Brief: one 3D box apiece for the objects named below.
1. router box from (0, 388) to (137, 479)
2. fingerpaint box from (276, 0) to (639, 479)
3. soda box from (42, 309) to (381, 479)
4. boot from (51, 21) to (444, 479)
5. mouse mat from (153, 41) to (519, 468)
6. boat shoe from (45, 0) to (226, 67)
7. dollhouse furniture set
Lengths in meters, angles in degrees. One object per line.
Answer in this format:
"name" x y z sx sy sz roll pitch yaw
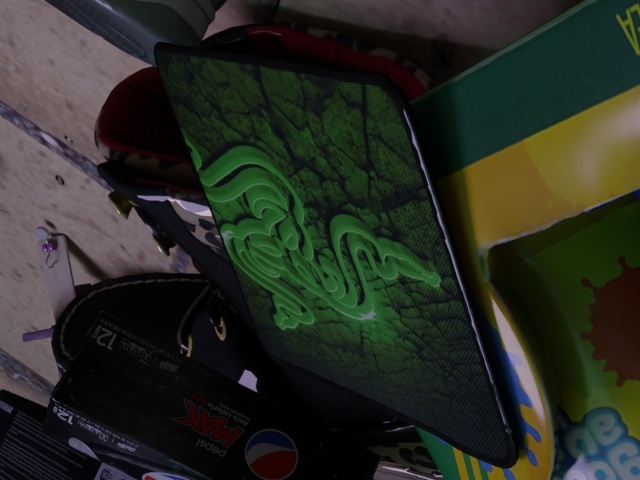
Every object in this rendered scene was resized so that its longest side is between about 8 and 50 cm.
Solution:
"router box" -0.080 0.205 1.112 0.243 0.081 0.309 29 171 -29
"fingerpaint box" 0.215 0.061 0.492 0.371 0.163 0.445 61 152 -3
"soda box" -0.058 0.107 0.872 0.169 0.060 0.053 27 151 -1
"boot" -0.039 0.017 0.904 0.377 0.138 0.284 11 147 35
"mouse mat" 0.000 0.000 0.623 0.190 0.007 0.152 19 133 59
"boat shoe" -0.162 -0.203 0.743 0.320 0.103 0.118 37 175 11
"dollhouse furniture set" -0.156 0.021 1.213 0.114 0.091 0.081 -13 88 31
